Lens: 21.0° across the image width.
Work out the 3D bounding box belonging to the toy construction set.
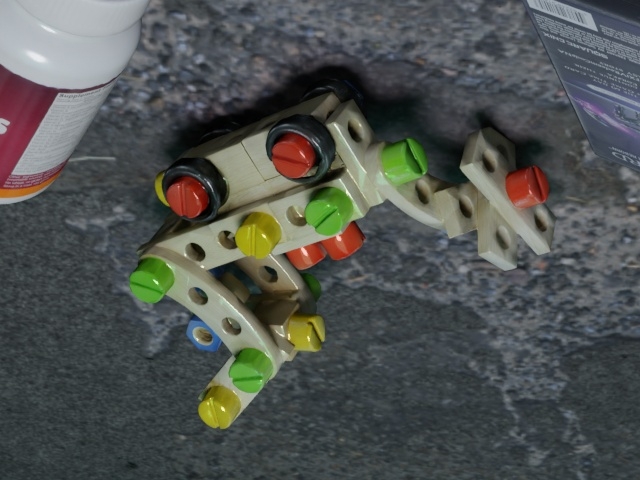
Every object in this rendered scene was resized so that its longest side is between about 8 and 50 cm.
[{"bbox_3d":[0.000,0.000,1.257,0.328,0.151,0.215,-25,109,23],"label":"toy construction set"}]

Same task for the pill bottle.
[{"bbox_3d":[-0.191,-0.129,1.140,0.121,0.121,0.221,20,140,-18],"label":"pill bottle"}]

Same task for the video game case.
[{"bbox_3d":[0.237,-0.080,1.084,0.196,0.026,0.274,25,171,26],"label":"video game case"}]
